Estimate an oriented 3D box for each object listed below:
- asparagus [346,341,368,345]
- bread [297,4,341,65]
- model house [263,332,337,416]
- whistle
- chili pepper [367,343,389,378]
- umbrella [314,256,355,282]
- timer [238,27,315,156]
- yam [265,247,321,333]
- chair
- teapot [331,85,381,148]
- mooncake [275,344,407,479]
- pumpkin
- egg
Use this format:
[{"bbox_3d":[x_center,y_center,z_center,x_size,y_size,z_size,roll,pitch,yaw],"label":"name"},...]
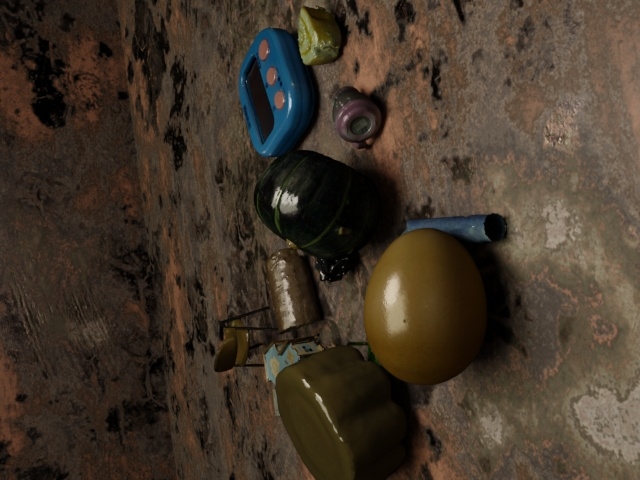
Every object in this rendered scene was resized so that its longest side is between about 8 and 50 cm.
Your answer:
[{"bbox_3d":[0.114,0.275,1.917,0.013,0.016,0.166,-59,20,-22],"label":"asparagus"},{"bbox_3d":[0.003,-0.539,1.892,0.110,0.103,0.156,-151,54,-62],"label":"bread"},{"bbox_3d":[-0.057,0.366,2.067,0.206,0.178,0.270,37,128,51],"label":"model house"},{"bbox_3d":[0.269,-0.022,1.545,0.304,0.062,0.062,-3,92,61],"label":"whistle"},{"bbox_3d":[0.157,0.298,1.806,0.088,0.059,0.226,11,108,46],"label":"chili pepper"},{"bbox_3d":[0.001,0.001,1.983,0.110,0.122,0.272,-43,46,15],"label":"umbrella"},{"bbox_3d":[-0.134,-0.436,2.140,0.309,0.115,0.339,-46,55,52],"label":"timer"},{"bbox_3d":[-0.086,0.151,2.133,0.128,0.130,0.238,-42,60,54],"label":"yam"},{"bbox_3d":[-0.257,0.335,2.349,0.172,0.247,0.158,46,132,50],"label":"chair"},{"bbox_3d":[0.089,-0.313,1.800,0.116,0.148,0.146,-39,40,15],"label":"teapot"},{"bbox_3d":[0.053,0.452,1.820,0.378,0.201,0.378,44,145,42],"label":"mooncake"},{"bbox_3d":[-0.010,-0.086,1.772,0.323,0.323,0.241,26,91,57],"label":"pumpkin"},{"bbox_3d":[0.213,0.135,1.476,0.250,0.250,0.322,5,97,60],"label":"egg"}]
